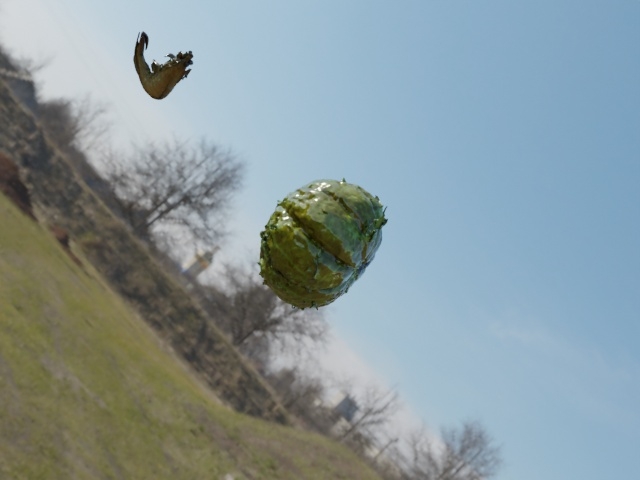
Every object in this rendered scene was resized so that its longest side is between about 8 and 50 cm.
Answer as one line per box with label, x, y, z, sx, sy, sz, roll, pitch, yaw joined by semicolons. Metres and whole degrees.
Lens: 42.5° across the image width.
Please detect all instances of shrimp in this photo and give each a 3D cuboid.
shrimp;-0.287;-0.331;1.485;0.178;0.034;0.124;-29;-92;52

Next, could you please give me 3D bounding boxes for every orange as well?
orange;0.000;0.000;1.730;0.223;0.300;0.301;43;-1;14
